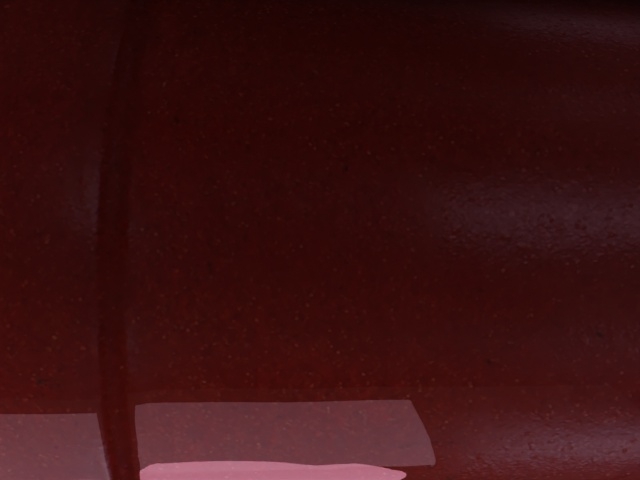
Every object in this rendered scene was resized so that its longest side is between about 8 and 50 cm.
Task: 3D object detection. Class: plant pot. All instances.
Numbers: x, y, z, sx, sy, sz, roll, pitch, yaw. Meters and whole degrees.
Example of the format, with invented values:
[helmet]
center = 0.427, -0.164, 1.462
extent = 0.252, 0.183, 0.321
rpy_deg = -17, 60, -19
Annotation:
[plant pot]
center = 0.008, 0.005, 0.483
extent = 0.265, 0.272, 0.272
rpy_deg = 2, 162, 5
